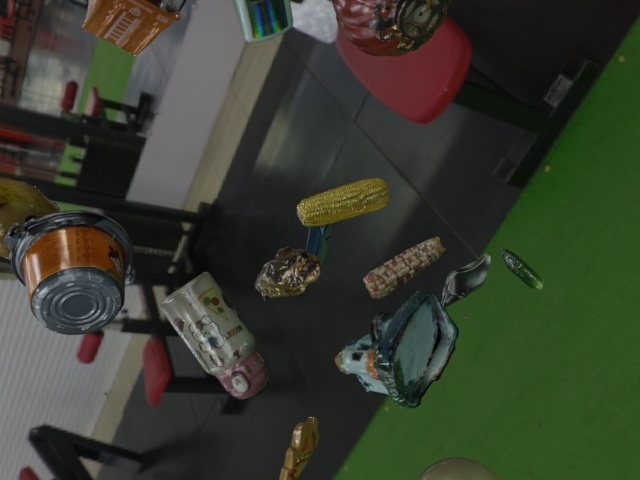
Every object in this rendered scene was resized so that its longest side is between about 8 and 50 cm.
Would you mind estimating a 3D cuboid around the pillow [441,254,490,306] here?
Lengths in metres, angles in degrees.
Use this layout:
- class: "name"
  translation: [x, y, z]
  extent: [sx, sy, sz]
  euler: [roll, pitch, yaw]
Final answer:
- class: "pillow"
  translation: [0.306, 0.084, 1.390]
  extent: [0.055, 0.136, 0.091]
  euler: [9, 116, 47]

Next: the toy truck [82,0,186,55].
- class: "toy truck"
  translation: [-0.417, -0.614, 1.466]
  extent: [0.207, 0.173, 0.387]
  euler: [-32, 50, 38]

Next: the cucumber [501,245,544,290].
- class: "cucumber"
  translation: [0.431, 0.062, 1.410]
  extent: [0.037, 0.037, 0.155]
  euler: [-65, 33, 23]

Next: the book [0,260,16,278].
- class: "book"
  translation: [-0.818, 0.057, 1.478]
  extent: [0.323, 0.228, 0.018]
  euler: [7, 92, 50]

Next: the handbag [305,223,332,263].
- class: "handbag"
  translation: [0.000, 0.000, 2.232]
  extent: [0.144, 0.057, 0.221]
  euler: [-53, -22, -49]

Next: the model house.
- class: "model house"
  translation: [0.141, 0.255, 1.558]
  extent: [0.291, 0.184, 0.253]
  euler: [-10, 33, 45]

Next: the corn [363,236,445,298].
- class: "corn"
  translation: [0.217, 0.065, 1.691]
  extent: [0.237, 0.079, 0.079]
  euler: [-33, 36, -9]

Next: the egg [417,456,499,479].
- class: "egg"
  translation: [0.322, 0.599, 1.525]
  extent: [0.186, 0.242, 0.185]
  euler: [-21, 62, 45]

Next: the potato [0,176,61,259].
- class: "potato"
  translation: [-0.634, -0.052, 1.238]
  extent: [0.173, 0.301, 0.140]
  euler: [-95, 26, -64]

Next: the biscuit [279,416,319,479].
- class: "biscuit"
  translation: [-0.063, 0.646, 1.979]
  extent: [0.041, 0.212, 0.238]
  euler: [18, 70, 19]

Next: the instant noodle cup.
- class: "instant noodle cup"
  translation: [-0.365, 0.059, 0.986]
  extent: [0.177, 0.208, 0.125]
  euler: [-59, 37, 24]

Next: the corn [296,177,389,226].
- class: "corn"
  translation: [0.046, -0.076, 1.307]
  extent: [0.072, 0.203, 0.072]
  euler: [45, 145, 46]

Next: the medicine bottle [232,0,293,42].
- class: "medicine bottle"
  translation: [-0.135, -0.551, 1.426]
  extent: [0.228, 0.121, 0.083]
  euler: [79, 165, -51]

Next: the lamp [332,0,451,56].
- class: "lamp"
  translation: [0.126, -0.444, 1.179]
  extent: [0.227, 0.227, 0.226]
  euler: [-23, 62, 54]

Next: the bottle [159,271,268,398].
- class: "bottle"
  translation: [-0.197, 0.193, 1.283]
  extent: [0.253, 0.120, 0.120]
  euler: [55, 140, -2]

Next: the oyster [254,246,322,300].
- class: "oyster"
  translation: [-0.066, 0.055, 1.295]
  extent: [0.128, 0.078, 0.345]
  euler: [-46, 10, -14]
